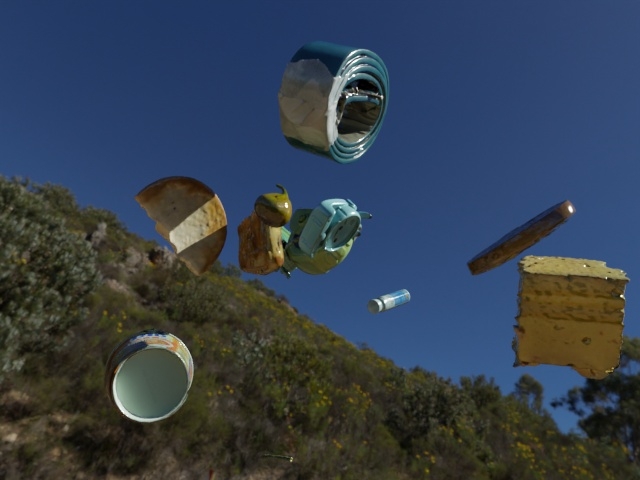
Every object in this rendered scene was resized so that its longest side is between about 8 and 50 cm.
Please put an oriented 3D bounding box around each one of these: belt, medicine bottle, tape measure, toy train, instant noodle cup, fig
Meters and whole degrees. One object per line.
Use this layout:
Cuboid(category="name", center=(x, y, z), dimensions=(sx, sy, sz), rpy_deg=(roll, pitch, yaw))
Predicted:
Cuboid(category="belt", center=(0.050, -0.371, 1.263), dimensions=(0.173, 0.300, 0.437), rpy_deg=(22, 19, 25))
Cuboid(category="medicine bottle", center=(0.228, 0.200, 1.514), dimensions=(0.051, 0.051, 0.191), rpy_deg=(-13, -4, 41))
Cuboid(category="tape measure", center=(0.000, 0.000, 1.112), dimensions=(0.200, 0.175, 0.106), rpy_deg=(2, -33, 41))
Cuboid(category="toy train", center=(-0.162, 0.030, 1.809), dimensions=(0.120, 0.202, 0.301), rpy_deg=(-35, -18, 3))
Cuboid(category="instant noodle cup", center=(-0.538, 0.439, 1.454), dimensions=(0.297, 0.296, 0.214), rpy_deg=(25, -14, -17))
Cuboid(category="fig", center=(-0.099, -0.078, 1.052), dimensions=(0.084, 0.098, 0.082), rpy_deg=(32, -22, 22))

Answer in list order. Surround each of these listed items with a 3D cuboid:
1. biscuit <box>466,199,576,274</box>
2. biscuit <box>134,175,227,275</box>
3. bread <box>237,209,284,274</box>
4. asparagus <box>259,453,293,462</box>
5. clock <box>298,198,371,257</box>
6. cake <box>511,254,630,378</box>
Cuboid(category="biscuit", center=(0.690, -0.001, 1.592), dimensions=(0.394, 0.070, 0.350), rpy_deg=(-37, -9, 18))
Cuboid(category="biscuit", center=(-0.377, -0.064, 1.336), dimensions=(0.040, 0.204, 0.308), rpy_deg=(14, -38, 47))
Cuboid(category="bread", center=(-0.198, 0.007, 1.458), dimensions=(0.099, 0.210, 0.235), rpy_deg=(1, -12, -27))
Cuboid(category="asparagus", center=(-0.130, 0.634, 1.343), dimensions=(0.114, 0.015, 0.014), rpy_deg=(-11, -79, 32))
Cuboid(category="clock", center=(0.032, -0.026, 0.851), dimensions=(0.045, 0.147, 0.108), rpy_deg=(46, -54, 27))
Cuboid(category="cake", center=(0.585, 0.195, 1.104), dimensions=(0.228, 0.285, 0.222), rpy_deg=(4, 10, 23))
